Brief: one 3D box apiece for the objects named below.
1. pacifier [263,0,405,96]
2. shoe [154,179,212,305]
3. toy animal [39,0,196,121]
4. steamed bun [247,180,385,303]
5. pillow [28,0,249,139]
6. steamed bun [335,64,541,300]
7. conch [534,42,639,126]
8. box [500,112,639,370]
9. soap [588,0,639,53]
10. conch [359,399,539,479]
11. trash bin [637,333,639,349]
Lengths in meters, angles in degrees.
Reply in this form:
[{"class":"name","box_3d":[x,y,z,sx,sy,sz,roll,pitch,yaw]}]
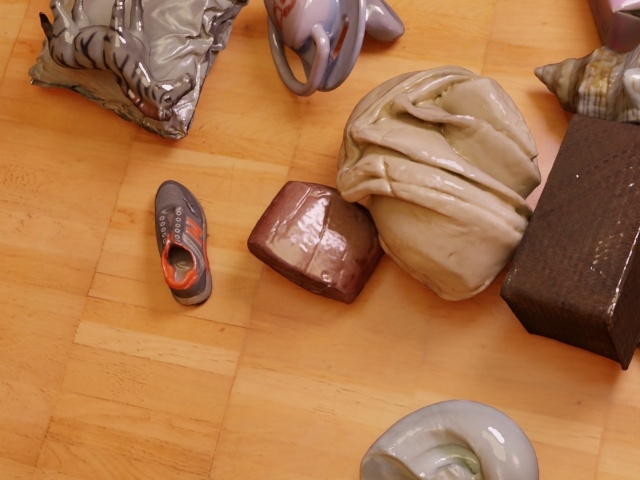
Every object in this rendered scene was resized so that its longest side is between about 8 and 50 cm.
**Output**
[{"class":"pacifier","box_3d":[0.028,-0.332,1.485,0.207,0.227,0.279,-5,46,-26]},{"class":"shoe","box_3d":[-0.202,-0.005,1.441,0.074,0.077,0.194,-15,71,5]},{"class":"toy animal","box_3d":[-0.284,-0.290,1.403,0.255,0.090,0.170,32,108,22]},{"class":"steamed bun","box_3d":[0.000,0.000,1.399,0.175,0.106,0.145,30,73,3]},{"class":"pillow","box_3d":[-0.275,-0.313,1.526,0.310,0.138,0.283,27,89,20]},{"class":"steamed bun","box_3d":[0.162,-0.095,1.315,0.276,0.203,0.289,20,59,-4]},{"class":"conch","box_3d":[0.450,-0.198,1.309,0.386,0.203,0.169,5,106,43]},{"class":"box","box_3d":[0.359,0.001,1.285,0.143,0.184,0.273,16,74,31]},{"class":"soap","box_3d":[0.473,-0.388,1.426,0.182,0.138,0.199,-11,70,4]},{"class":"conch","box_3d":[0.163,0.295,1.264,0.221,0.121,0.185,-3,75,15]},{"class":"trash bin","box_3d":[0.464,0.124,1.313,0.092,0.043,0.061,-34,70,-2]}]
